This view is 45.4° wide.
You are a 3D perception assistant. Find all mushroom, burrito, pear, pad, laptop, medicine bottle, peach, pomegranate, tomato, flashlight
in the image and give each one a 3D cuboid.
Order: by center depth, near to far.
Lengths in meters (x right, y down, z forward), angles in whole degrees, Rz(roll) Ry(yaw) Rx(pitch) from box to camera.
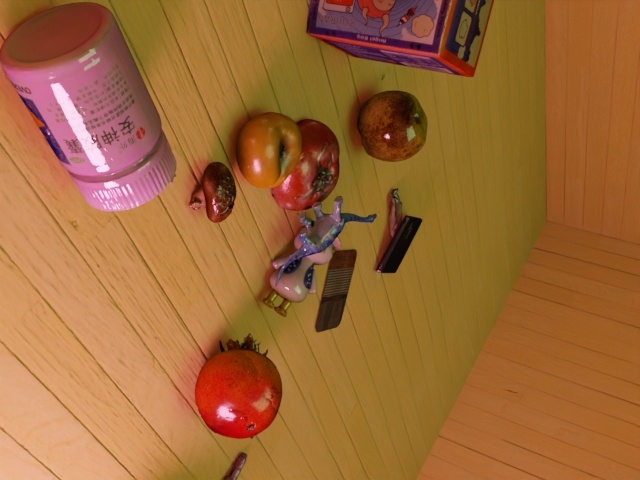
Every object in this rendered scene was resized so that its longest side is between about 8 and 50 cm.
[{"bbox_3d":[-0.352,-0.202,1.196,0.178,0.178,0.290,-54,147,-31],"label":"medicine bottle"},{"bbox_3d":[-0.214,-0.099,1.588,0.109,0.085,0.126,-48,148,-39],"label":"mushroom"},{"bbox_3d":[-0.115,-0.197,1.691,0.179,0.103,0.179,-40,140,-44],"label":"peach"},{"bbox_3d":[-0.187,0.336,1.756,0.210,0.210,0.235,44,42,-59],"label":"pomegranate"},{"bbox_3d":[-0.021,-0.178,1.874,0.237,0.095,0.236,-38,137,-46],"label":"tomato"},{"bbox_3d":[-0.226,0.610,2.014,0.052,0.031,0.110,45,59,-31],"label":"flashlight"},{"bbox_3d":[0.190,-0.311,2.090,0.197,0.197,0.197,-36,135,-47],"label":"pear"},{"bbox_3d":[0.108,0.153,2.321,0.323,0.055,0.249,5,101,-43],"label":"pad"},{"bbox_3d":[0.240,-0.085,2.440,0.051,0.042,0.171,-49,147,-44],"label":"burrito"},{"bbox_3d":[0.261,0.016,2.493,0.154,0.026,0.207,7,113,-63],"label":"laptop"}]

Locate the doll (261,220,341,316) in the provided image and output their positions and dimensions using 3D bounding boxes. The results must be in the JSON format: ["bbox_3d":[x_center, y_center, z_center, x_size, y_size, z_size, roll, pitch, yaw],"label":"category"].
[{"bbox_3d":[-0.042,0.057,1.945,0.293,0.138,0.119,-56,-172,-23],"label":"doll"}]

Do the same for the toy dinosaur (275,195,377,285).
[{"bbox_3d":[0.001,-0.029,1.873,0.329,0.076,0.144,-35,130,-22],"label":"toy dinosaur"}]

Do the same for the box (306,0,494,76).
[{"bbox_3d":[0.199,-0.580,1.778,0.257,0.349,0.318,-1,107,-60],"label":"box"}]
